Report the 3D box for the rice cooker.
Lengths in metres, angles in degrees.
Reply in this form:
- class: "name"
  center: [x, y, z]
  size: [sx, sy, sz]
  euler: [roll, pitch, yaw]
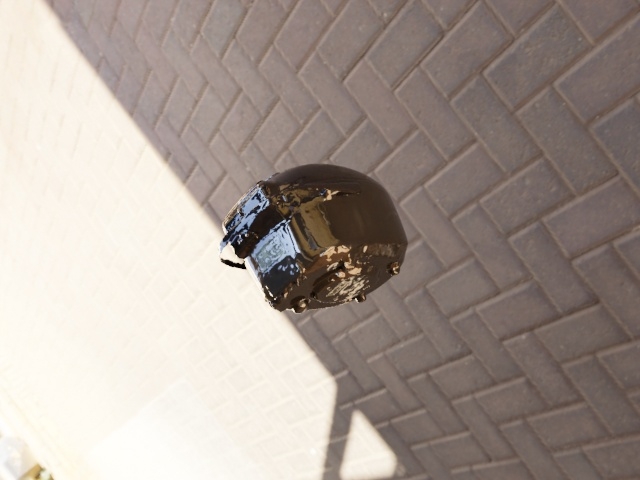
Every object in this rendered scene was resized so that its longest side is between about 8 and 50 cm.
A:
- class: "rice cooker"
  center: [-0.001, 0.000, 0.652]
  size: [0.142, 0.203, 0.118]
  euler: [-45, 60, 35]
